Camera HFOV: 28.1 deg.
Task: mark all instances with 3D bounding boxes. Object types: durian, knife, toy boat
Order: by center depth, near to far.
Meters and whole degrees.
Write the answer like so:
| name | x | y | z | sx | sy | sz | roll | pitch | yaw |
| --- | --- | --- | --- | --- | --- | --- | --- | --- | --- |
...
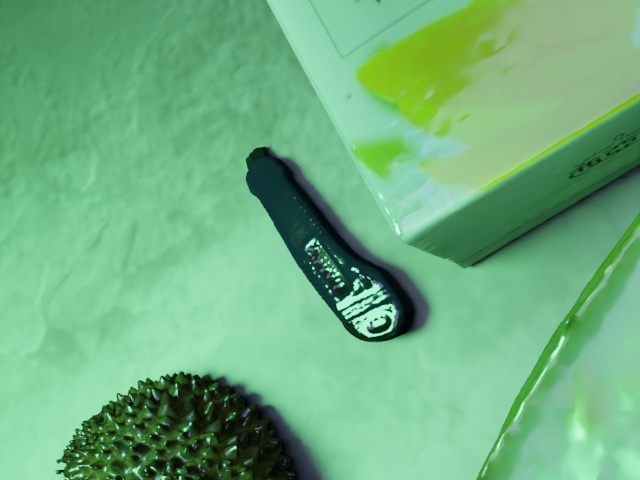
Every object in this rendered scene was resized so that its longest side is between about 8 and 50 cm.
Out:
| name | x | y | z | sx | sy | sz | roll | pitch | yaw |
| --- | --- | --- | --- | --- | --- | --- | --- | --- | --- |
| toy boat | 0.149 | 0.053 | 0.506 | 0.111 | 0.084 | 0.276 | 38 | 97 | 22 |
| durian | -0.064 | 0.120 | 0.583 | 0.140 | 0.071 | 0.110 | 21 | 91 | 16 |
| knife | 0.000 | 0.000 | 0.601 | 0.031 | 0.018 | 0.121 | -44 | 70 | 17 |

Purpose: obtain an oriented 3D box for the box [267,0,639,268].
| name | x | y | z | sx | sy | sz | roll | pitch | yaw |
| --- | --- | --- | --- | --- | --- | --- | --- | --- | --- |
| box | 0.070 | -0.147 | 0.548 | 0.194 | 0.111 | 0.260 | -32 | 75 | 14 |
